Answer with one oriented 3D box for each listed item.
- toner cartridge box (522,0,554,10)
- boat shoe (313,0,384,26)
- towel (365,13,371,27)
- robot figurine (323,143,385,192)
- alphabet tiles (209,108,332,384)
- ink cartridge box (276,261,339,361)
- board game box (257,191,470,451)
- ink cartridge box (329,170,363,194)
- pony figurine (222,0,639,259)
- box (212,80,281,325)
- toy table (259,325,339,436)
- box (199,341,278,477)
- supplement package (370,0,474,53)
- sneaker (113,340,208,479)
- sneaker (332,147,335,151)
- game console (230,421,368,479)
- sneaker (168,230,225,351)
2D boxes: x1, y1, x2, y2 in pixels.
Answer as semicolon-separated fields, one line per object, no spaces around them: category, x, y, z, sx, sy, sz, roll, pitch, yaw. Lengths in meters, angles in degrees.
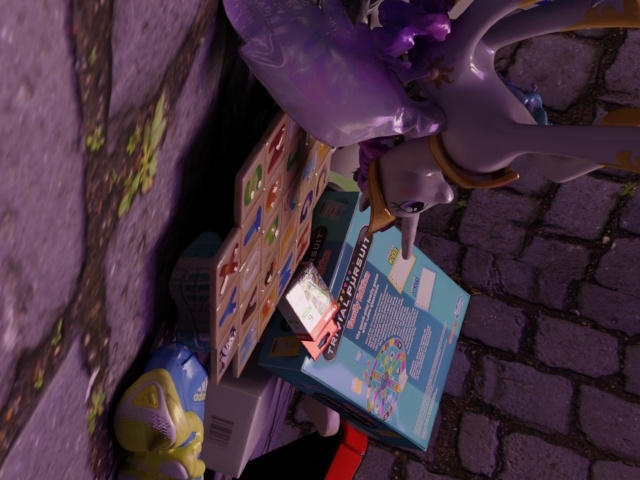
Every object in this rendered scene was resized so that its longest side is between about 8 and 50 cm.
toner cartridge box;0.184;-0.380;1.222;0.075;0.348;0.165;104;6;-48
boat shoe;0.054;-0.344;1.304;0.306;0.105;0.113;-63;169;-63
towel;0.088;-0.454;1.636;0.317;0.053;0.332;101;7;-46
robot figurine;0.046;-0.060;1.807;0.209;0.174;0.278;-80;-176;-62
alphabet tiles;-0.043;-0.025;1.049;0.342;0.011;0.285;-63;164;-44
ink cartridge box;-0.009;0.088;1.215;0.063;0.029;0.115;-52;124;-34
board game box;0.074;0.121;1.406;0.336;0.079;0.253;40;62;-45
ink cartridge box;0.000;0.000;1.504;0.056;0.171;0.235;-19;-130;68
pony figurine;0.118;-0.158;0.937;0.303;0.363;0.351;-46;113;-45
box;-0.059;-0.055;1.222;0.257;0.079;0.322;62;45;-86
toy table;-0.021;0.164;1.597;0.161;0.252;0.274;-65;-147;32
box;-0.122;0.228;1.403;0.170;0.091;0.130;-57;163;-72
supplement package;0.199;-0.446;1.568;0.177;0.175;0.293;61;45;-85
sneaker;-0.146;0.191;1.010;0.240;0.091;0.126;100;8;-51
sneaker;-0.010;-0.135;1.584;0.053;0.061;0.152;-70;176;-48
game console;-0.094;0.469;1.615;0.386;0.060;0.342;-36;-161;47
sneaker;-0.122;0.040;1.020;0.166;0.065;0.076;105;-13;-46
